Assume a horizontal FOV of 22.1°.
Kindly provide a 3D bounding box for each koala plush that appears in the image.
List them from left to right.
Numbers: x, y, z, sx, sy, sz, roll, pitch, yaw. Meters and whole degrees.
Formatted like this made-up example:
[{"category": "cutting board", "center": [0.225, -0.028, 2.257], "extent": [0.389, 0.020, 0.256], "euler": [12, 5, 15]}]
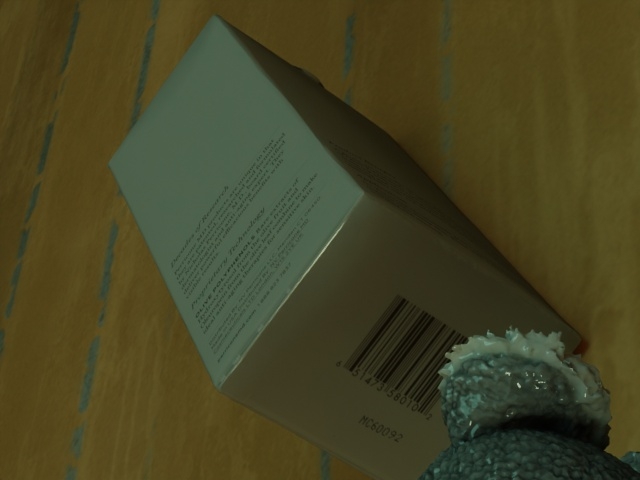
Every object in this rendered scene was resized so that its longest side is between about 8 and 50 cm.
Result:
[{"category": "koala plush", "center": [0.130, 0.147, 0.714], "extent": [0.203, 0.221, 0.196], "euler": [-25, 40, 60]}]

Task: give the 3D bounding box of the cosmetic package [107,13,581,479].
[{"category": "cosmetic package", "center": [0.000, 0.000, 1.126], "extent": [0.155, 0.197, 0.365], "euler": [-53, 27, 9]}]
